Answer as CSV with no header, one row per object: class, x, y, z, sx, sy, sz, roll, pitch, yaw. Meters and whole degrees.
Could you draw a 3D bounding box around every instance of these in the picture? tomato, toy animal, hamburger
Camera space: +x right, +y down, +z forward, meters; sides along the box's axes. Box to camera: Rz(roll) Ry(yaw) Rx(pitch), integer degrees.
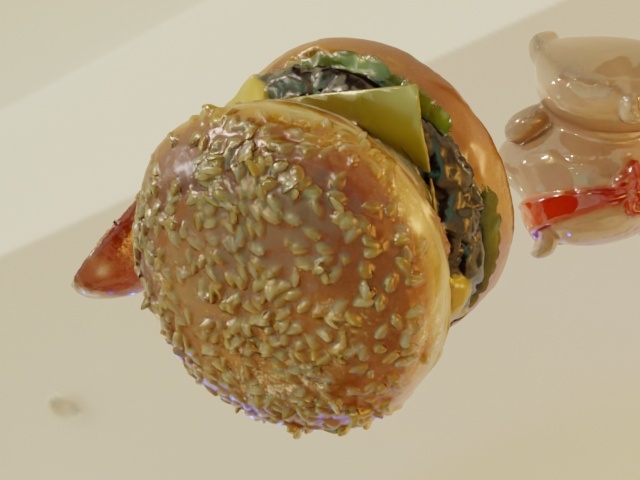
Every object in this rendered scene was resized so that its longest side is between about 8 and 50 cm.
tomato,-0.204,0.011,1.537,0.082,0.174,0.166,41,-31,-5
toy animal,0.251,-0.082,1.229,0.171,0.171,0.198,8,-64,4
hamburger,0.000,0.000,1.054,0.291,0.225,0.291,15,-58,26
